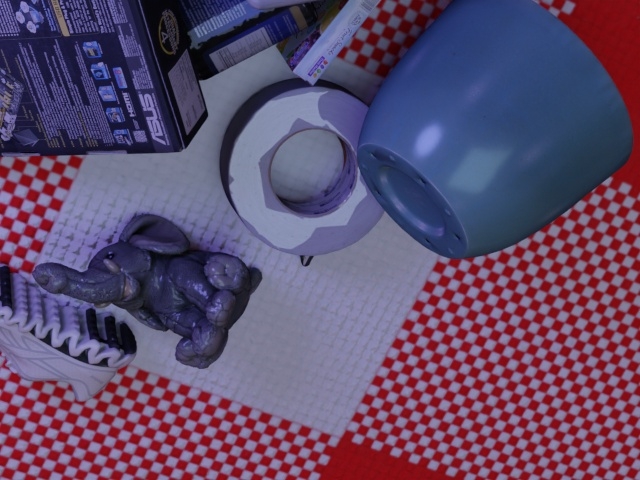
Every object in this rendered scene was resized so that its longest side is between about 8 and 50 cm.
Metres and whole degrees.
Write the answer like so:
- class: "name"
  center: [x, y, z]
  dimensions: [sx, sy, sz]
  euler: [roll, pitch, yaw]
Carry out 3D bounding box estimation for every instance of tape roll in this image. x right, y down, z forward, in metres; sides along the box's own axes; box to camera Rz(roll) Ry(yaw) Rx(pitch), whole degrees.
- class: "tape roll"
  center: [-0.016, -0.094, 1.998]
  dimensions: [0.219, 0.072, 0.219]
  euler: [-4, 106, -12]

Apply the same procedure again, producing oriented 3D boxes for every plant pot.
- class: "plant pot"
  center: [0.186, -0.118, 1.885]
  dimensions: [0.235, 0.293, 0.293]
  euler: [-44, 117, -17]

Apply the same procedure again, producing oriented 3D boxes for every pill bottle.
- class: "pill bottle"
  center: [-0.124, -0.268, 1.887]
  dimensions: [0.219, 0.123, 0.123]
  euler: [-27, 116, 1]

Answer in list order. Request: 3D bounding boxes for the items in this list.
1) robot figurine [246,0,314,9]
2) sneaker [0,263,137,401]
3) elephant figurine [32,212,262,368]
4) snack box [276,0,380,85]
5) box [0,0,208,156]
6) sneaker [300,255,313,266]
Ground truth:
- class: "robot figurine"
  center: [-0.035, -0.402, 1.735]
  dimensions: [0.353, 0.200, 0.300]
  euler: [-7, 116, -2]
- class: "sneaker"
  center: [-0.385, 0.117, 2.019]
  dimensions: [0.292, 0.110, 0.118]
  euler: [29, 114, -21]
- class: "elephant figurine"
  center: [-0.215, 0.046, 1.999]
  dimensions: [0.239, 0.186, 0.169]
  euler: [22, 72, 7]
- class: "snack box"
  center: [0.010, -0.268, 1.926]
  dimensions: [0.037, 0.100, 0.141]
  euler: [34, 102, -24]
- class: "box"
  center: [-0.326, -0.280, 1.759]
  dimensions: [0.318, 0.097, 0.395]
  euler: [-2, 124, 21]
- class: "sneaker"
  center: [0.000, 0.000, 2.080]
  dimensions: [0.035, 0.031, 0.083]
  euler: [18, 109, -19]
